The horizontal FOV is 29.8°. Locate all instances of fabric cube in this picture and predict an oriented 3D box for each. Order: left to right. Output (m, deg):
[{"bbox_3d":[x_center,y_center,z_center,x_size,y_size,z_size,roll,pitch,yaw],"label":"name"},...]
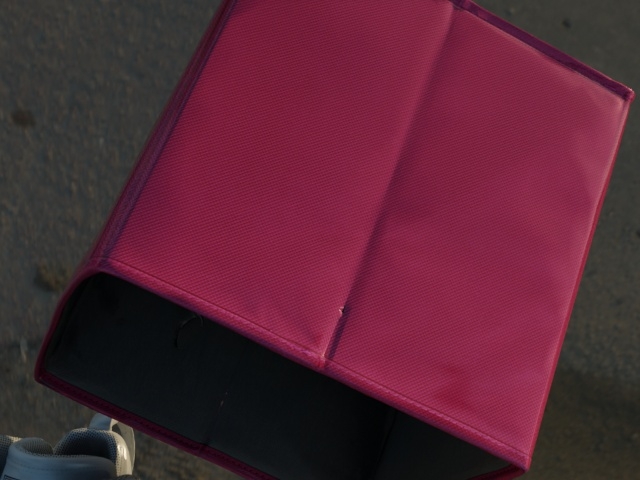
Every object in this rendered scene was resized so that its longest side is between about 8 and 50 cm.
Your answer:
[{"bbox_3d":[0.000,0.000,0.759,0.259,0.254,0.258,26,64,-10],"label":"fabric cube"}]

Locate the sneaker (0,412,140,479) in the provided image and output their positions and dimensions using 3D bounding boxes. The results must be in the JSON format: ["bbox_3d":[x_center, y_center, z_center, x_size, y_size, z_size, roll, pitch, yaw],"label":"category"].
[{"bbox_3d":[-0.231,0.256,0.793,0.137,0.210,0.366,13,20,25],"label":"sneaker"}]
